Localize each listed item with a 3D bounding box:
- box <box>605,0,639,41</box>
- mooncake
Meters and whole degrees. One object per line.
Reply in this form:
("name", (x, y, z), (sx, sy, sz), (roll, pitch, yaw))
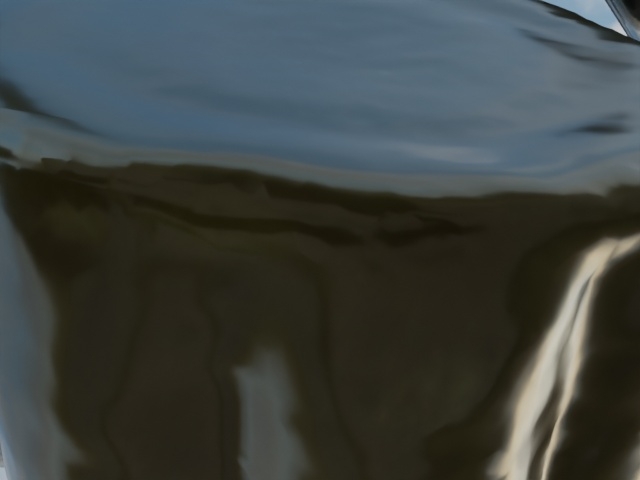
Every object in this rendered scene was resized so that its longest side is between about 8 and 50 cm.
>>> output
("box", (0.240, -0.218, 0.897), (0.090, 0.201, 0.144), (-33, -97, 15))
("mooncake", (0.000, 0.000, 0.571), (0.378, 0.378, 0.201), (-3, -63, -17))
